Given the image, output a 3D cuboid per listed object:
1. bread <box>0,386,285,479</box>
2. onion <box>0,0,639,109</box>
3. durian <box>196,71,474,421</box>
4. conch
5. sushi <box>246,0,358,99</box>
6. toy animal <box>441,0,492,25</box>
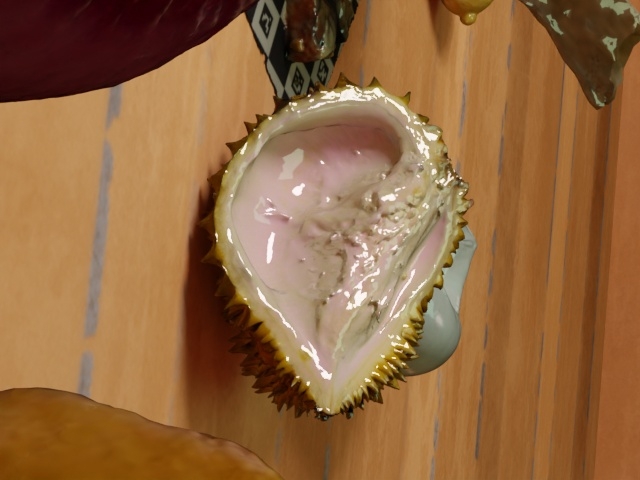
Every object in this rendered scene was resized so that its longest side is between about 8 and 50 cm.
[{"bbox_3d":[-0.102,0.254,0.445,0.215,0.398,0.398,47,49,-78],"label":"bread"},{"bbox_3d":[-0.079,-0.208,0.474,0.358,0.345,0.358,-19,119,-39],"label":"onion"},{"bbox_3d":[0.004,0.005,1.019,0.138,0.183,0.249,103,11,-73],"label":"durian"},{"bbox_3d":[0.058,0.013,1.188,0.221,0.121,0.185,-62,145,-61],"label":"conch"},{"bbox_3d":[0.007,-0.204,1.131,0.193,0.040,0.210,69,32,-48],"label":"sushi"},{"bbox_3d":[0.132,-0.294,1.421,0.159,0.070,0.083,54,45,-52],"label":"toy animal"}]
